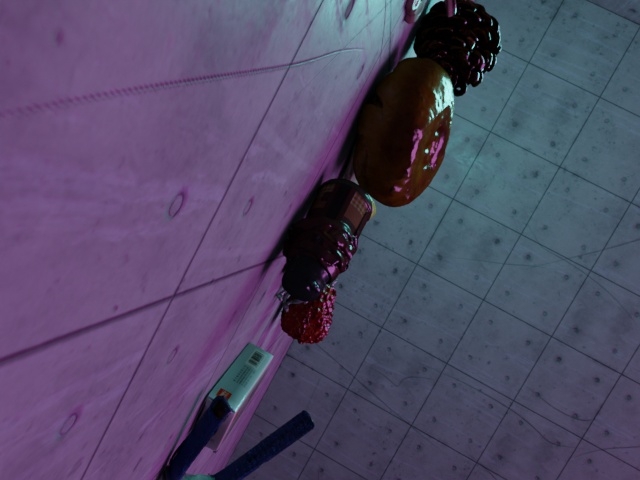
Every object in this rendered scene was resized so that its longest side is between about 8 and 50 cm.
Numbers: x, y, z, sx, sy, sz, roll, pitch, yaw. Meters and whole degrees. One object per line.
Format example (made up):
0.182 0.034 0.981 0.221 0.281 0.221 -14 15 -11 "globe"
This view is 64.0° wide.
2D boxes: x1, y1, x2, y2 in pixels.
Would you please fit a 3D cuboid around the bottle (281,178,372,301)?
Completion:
0.000 0.000 1.069 0.156 0.143 0.271 -10 -139 44 "bottle"

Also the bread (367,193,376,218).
0.086 -0.094 1.501 0.114 0.129 0.111 -53 127 -35 "bread"

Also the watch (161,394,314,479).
-0.191 0.476 1.155 0.276 0.068 0.275 29 100 -41 "watch"

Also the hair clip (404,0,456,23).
0.214 -0.512 1.016 0.123 0.102 0.138 -49 134 -74 "hair clip"

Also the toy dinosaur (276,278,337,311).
-0.085 0.157 1.449 0.129 0.076 0.383 -23 180 -32 "toy dinosaur"

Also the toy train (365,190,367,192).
0.140 -0.187 1.602 0.178 0.104 0.071 -45 159 -75 "toy train"

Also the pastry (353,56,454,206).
0.206 -0.253 1.231 0.356 0.163 0.356 -46 148 -41 "pastry"

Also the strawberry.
-0.050 0.218 1.635 0.111 0.190 0.237 2 120 -50 "strawberry"

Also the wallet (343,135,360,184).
0.155 -0.274 1.421 0.335 0.068 0.275 -54 164 -37 "wallet"

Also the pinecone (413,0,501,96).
0.348 -0.501 1.323 0.272 0.224 0.224 -61 176 -46 "pinecone"

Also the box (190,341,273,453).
-0.214 0.378 1.265 0.135 0.079 0.269 -64 175 21 "box"

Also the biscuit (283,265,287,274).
-0.032 0.029 1.370 0.147 0.046 0.250 -61 175 4 "biscuit"
